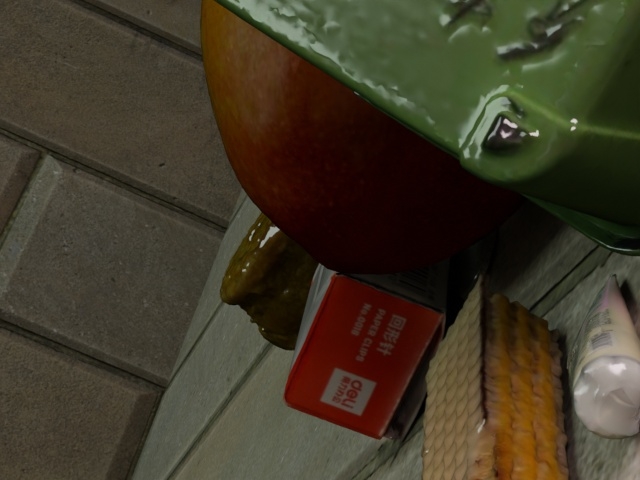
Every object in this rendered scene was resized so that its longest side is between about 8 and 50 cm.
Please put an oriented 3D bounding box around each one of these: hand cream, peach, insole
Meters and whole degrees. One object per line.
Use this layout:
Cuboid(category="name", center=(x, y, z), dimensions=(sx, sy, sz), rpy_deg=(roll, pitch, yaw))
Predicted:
Cuboid(category="hand cream", center=(0.143, 0.062, 0.717), dimensions=(0.143, 0.039, 0.061), rpy_deg=(-62, -8, -75))
Cuboid(category="peach", center=(0.056, -0.139, 0.978), dimensions=(0.308, 0.308, 0.332), rpy_deg=(-120, 44, -80))
Cuboid(category="insole", center=(0.119, -0.008, 1.119), dimensions=(0.063, 0.010, 0.192), rpy_deg=(-60, 9, 27))

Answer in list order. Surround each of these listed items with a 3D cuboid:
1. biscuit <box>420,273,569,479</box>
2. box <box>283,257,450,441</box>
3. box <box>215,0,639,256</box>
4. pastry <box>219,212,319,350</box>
Cuboid(category="biscuit", center=(0.085, 0.160, 0.710), dimensions=(0.378, 0.054, 0.094), rpy_deg=(-80, 16, -58))
Cuboid(category="box", center=(0.044, 0.048, 1.101), dimensions=(0.182, 0.099, 0.133), rpy_deg=(-77, 7, -61))
Cuboid(category="box", center=(0.080, -0.168, 0.690), dimensions=(0.178, 0.329, 0.252), rpy_deg=(4, -63, -58))
Cuboid(category="pastry", center=(0.000, 0.000, 1.498), dimensions=(0.240, 0.132, 0.235), rpy_deg=(-48, 10, 44))
